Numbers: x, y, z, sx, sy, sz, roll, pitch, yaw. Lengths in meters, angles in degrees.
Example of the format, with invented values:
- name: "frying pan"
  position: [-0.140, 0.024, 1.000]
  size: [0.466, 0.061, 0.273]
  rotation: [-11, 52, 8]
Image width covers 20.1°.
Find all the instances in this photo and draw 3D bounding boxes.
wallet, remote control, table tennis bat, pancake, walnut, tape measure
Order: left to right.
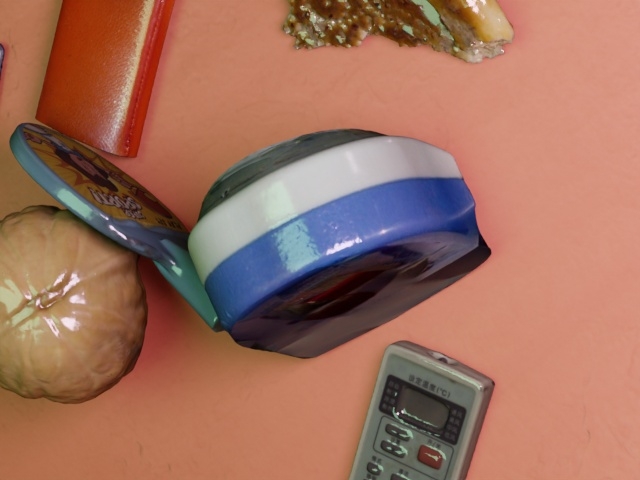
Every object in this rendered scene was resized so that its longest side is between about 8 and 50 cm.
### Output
- name: "walnut"
  position: [-0.287, 0.069, 1.963]
  size: [0.224, 0.261, 0.225]
  rotation: [0, 91, -1]
- name: "wallet"
  position: [-0.241, -0.209, 2.025]
  size: [0.142, 0.045, 0.204]
  rotation: [22, 106, 26]
- name: "table tennis bat"
  position: [-0.204, -0.022, 1.917]
  size: [0.329, 0.215, 0.044]
  rotation: [42, 101, 24]
- name: "tape measure"
  position: [0.001, -0.001, 1.784]
  size: [0.259, 0.262, 0.138]
  rotation: [-33, 67, 28]
- name: "pancake"
  position: [0.045, -0.244, 1.818]
  size: [0.266, 0.057, 0.244]
  rotation: [49, 135, -3]
- name: "remote control"
  position: [0.086, 0.252, 1.869]
  size: [0.123, 0.038, 0.285]
  rotation: [25, 106, 27]

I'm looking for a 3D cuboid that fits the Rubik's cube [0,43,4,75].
- name: "Rubik's cube"
  position: [-0.509, -0.104, 2.141]
  size: [0.228, 0.229, 0.233]
  rotation: [10, 58, -6]
